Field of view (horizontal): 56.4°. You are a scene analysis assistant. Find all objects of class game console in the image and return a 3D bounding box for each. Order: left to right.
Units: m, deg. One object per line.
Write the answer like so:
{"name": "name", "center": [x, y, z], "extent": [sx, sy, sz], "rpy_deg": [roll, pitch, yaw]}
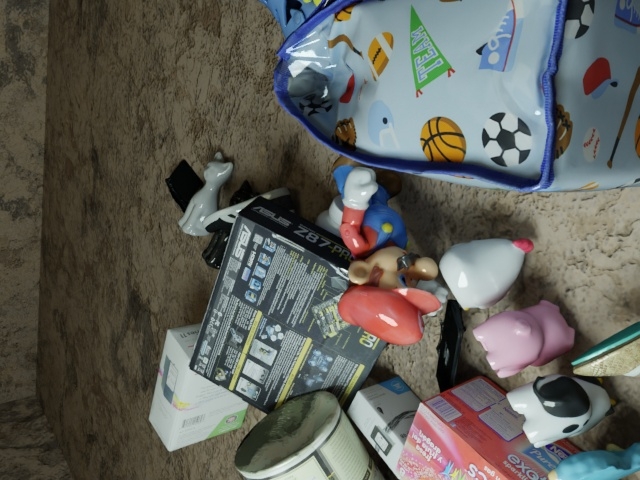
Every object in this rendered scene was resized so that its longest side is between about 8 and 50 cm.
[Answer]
{"name": "game console", "center": [-0.352, -0.131, 1.576], "extent": [0.122, 0.071, 0.107], "rpy_deg": [49, 160, 34]}

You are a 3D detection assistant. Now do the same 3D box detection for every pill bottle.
{"name": "pill bottle", "center": [0.024, 0.004, 1.082], "extent": [0.094, 0.094, 0.169], "rpy_deg": [51, 132, 31]}

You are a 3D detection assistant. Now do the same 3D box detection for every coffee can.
{"name": "coffee can", "center": [0.010, 0.430, 1.021], "extent": [0.202, 0.201, 0.275], "rpy_deg": [-16, 107, 50]}

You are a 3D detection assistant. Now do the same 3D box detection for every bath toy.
{"name": "bath toy", "center": [0.283, 0.139, 0.774], "extent": [0.129, 0.151, 0.348], "rpy_deg": [-30, 63, 12]}

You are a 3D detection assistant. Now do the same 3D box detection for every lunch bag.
{"name": "lunch bag", "center": [0.177, -0.183, 0.683], "extent": [0.385, 0.328, 0.238], "rpy_deg": [14, 103, 51]}

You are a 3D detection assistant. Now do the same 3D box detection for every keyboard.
{"name": "keyboard", "center": [0.205, 0.165, 0.902], "extent": [0.100, 0.038, 0.192], "rpy_deg": [-95, 3, -49]}

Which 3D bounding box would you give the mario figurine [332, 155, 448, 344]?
{"name": "mario figurine", "center": [0.114, 0.000, 0.882], "extent": [0.170, 0.198, 0.320], "rpy_deg": [121, 150, -49]}

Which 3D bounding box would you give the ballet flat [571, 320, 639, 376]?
{"name": "ballet flat", "center": [0.379, 0.105, 0.652], "extent": [0.206, 0.073, 0.067], "rpy_deg": [-41, 76, 19]}

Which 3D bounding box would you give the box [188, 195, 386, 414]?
{"name": "box", "center": [-0.049, 0.158, 1.082], "extent": [0.318, 0.097, 0.394], "rpy_deg": [28, 123, 9]}

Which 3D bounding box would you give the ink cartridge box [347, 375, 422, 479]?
{"name": "ink cartridge box", "center": [0.143, 0.320, 0.990], "extent": [0.180, 0.104, 0.060], "rpy_deg": [45, 128, 35]}

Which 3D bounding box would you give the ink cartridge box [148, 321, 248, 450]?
{"name": "ink cartridge box", "center": [-0.257, 0.300, 1.385], "extent": [0.119, 0.207, 0.353], "rpy_deg": [42, 125, 38]}

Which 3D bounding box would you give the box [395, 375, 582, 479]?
{"name": "box", "center": [0.268, 0.341, 0.807], "extent": [0.300, 0.154, 0.142], "rpy_deg": [37, 124, 39]}

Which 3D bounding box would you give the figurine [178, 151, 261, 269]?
{"name": "figurine", "center": [-0.230, -0.077, 1.393], "extent": [0.215, 0.092, 0.209], "rpy_deg": [47, 121, 35]}

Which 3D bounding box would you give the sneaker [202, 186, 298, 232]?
{"name": "sneaker", "center": [-0.146, -0.021, 1.246], "extent": [0.217, 0.079, 0.121], "rpy_deg": [-19, 88, 26]}

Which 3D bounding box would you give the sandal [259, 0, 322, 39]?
{"name": "sandal", "center": [-0.043, -0.411, 1.074], "extent": [0.317, 0.126, 0.138], "rpy_deg": [40, 129, 41]}
